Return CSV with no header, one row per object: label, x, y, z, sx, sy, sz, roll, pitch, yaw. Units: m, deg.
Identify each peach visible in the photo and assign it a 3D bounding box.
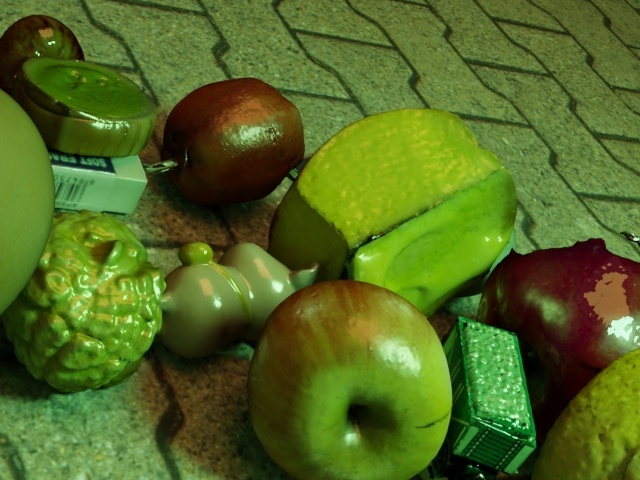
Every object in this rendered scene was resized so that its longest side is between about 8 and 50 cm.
peach,0.086,-0.008,2.010,0.380,0.306,0.242,-36,55,-14
peach,0.432,0.160,2.064,0.416,0.353,0.339,-16,8,-42

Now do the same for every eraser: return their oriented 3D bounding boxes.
eraser,-0.413,-0.114,2.019,0.278,0.081,0.124,7,36,-32

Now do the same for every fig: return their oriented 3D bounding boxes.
fig,-0.460,-0.289,2.191,0.149,0.148,0.202,64,-3,-5

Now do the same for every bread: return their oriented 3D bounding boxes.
bread,-0.363,-0.207,2.050,0.236,0.070,0.236,20,24,-9
bread,0.454,0.330,1.782,0.398,0.398,0.215,0,27,-39

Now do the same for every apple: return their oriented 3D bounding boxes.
apple,0.039,0.189,1.751,0.286,0.286,0.233,20,14,-14

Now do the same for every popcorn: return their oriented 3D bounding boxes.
popcorn,-0.315,0.079,1.723,0.205,0.251,0.237,-18,86,-22

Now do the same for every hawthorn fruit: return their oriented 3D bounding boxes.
hawthorn fruit,-0.168,-0.150,2.164,0.211,0.211,0.299,43,44,22

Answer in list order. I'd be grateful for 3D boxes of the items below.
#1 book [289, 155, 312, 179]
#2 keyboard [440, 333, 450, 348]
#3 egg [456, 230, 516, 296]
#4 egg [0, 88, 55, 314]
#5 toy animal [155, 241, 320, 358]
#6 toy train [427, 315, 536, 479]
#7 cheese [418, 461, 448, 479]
book,0.063,-0.078,2.408,0.231,0.026,0.157,39,29,15
keyboard,0.205,0.192,2.131,0.049,0.015,0.129,25,31,5
egg,0.198,-0.012,2.240,0.282,0.203,0.203,24,31,-11
egg,-0.459,-0.033,1.504,0.301,0.301,0.374,26,37,-5
toy animal,-0.139,0.084,1.879,0.248,0.165,0.149,-7,51,-36
toy train,0.206,0.234,1.834,0.115,0.154,0.269,18,32,-11
cheese,0.129,0.258,1.935,0.255,0.050,0.127,43,34,23
